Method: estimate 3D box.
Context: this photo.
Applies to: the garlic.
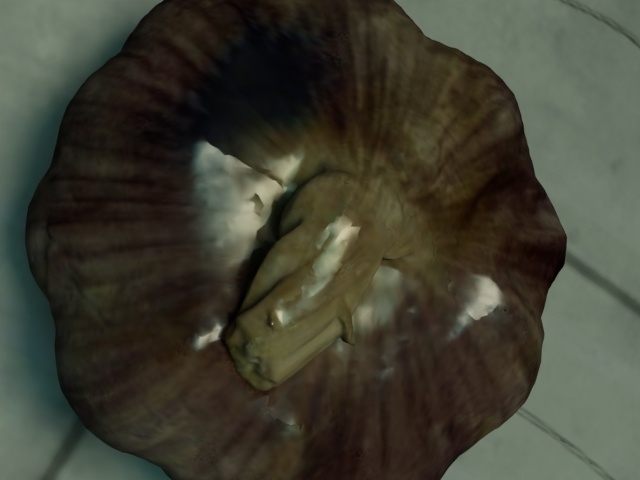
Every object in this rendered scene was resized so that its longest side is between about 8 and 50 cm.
[{"bbox_3d":[0.000,0.000,0.433,0.245,0.160,0.245,4,80,-20],"label":"garlic"}]
